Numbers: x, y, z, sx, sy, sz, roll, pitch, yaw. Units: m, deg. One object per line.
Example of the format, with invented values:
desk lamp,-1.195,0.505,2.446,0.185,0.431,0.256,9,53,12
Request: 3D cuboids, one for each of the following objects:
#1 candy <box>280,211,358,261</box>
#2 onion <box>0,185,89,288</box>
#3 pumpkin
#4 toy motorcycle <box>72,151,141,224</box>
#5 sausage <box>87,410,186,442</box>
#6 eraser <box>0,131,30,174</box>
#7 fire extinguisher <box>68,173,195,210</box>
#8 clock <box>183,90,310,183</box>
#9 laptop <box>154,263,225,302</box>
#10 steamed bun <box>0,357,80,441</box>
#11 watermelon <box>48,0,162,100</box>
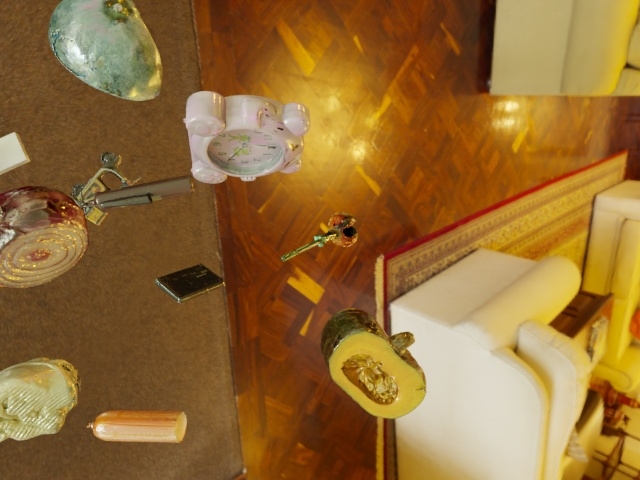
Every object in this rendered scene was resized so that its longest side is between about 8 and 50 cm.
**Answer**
candy,0.000,0.000,0.633,0.184,0.049,0.056,-26,87,-53
onion,-0.885,-0.033,1.356,0.336,0.260,0.282,-45,153,13
pumpkin,0.153,0.314,1.172,0.221,0.139,0.317,-41,99,10
toy motorcycle,-0.806,-0.203,1.650,0.157,0.091,0.263,38,78,-16
sausage,-0.447,0.448,1.069,0.071,0.234,0.071,-1,90,-85
eraser,-1.008,-0.264,1.391,0.150,0.023,0.104,-27,85,-6
fire extinguisher,-0.274,-0.064,0.652,0.173,0.049,0.035,-13,146,-9
clock,-0.199,-0.276,1.219,0.322,0.296,0.114,-1,64,-12
laptop,-0.468,0.151,1.606,0.207,0.153,0.026,-21,132,-49
steamed bun,-0.980,0.507,1.496,0.280,0.207,0.268,5,112,-37
watermelon,-0.562,-0.527,1.151,0.322,0.175,0.188,44,40,-7
